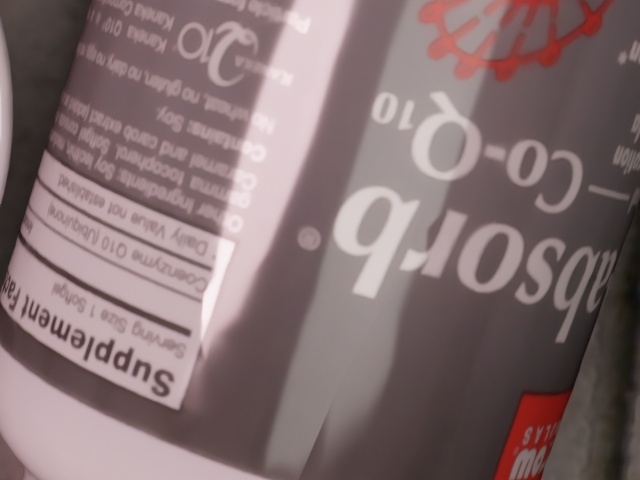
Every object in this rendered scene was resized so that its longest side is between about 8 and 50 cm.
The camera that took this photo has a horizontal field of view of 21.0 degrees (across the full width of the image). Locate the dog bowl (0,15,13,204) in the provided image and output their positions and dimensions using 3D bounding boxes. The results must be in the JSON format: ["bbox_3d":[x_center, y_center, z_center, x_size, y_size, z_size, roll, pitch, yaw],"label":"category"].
[{"bbox_3d":[-0.245,-0.052,0.599,0.265,0.104,0.264,-4,103,-16],"label":"dog bowl"}]

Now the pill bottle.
[{"bbox_3d":[0.000,0.000,0.628,0.210,0.210,0.363,16,97,-19],"label":"pill bottle"}]
